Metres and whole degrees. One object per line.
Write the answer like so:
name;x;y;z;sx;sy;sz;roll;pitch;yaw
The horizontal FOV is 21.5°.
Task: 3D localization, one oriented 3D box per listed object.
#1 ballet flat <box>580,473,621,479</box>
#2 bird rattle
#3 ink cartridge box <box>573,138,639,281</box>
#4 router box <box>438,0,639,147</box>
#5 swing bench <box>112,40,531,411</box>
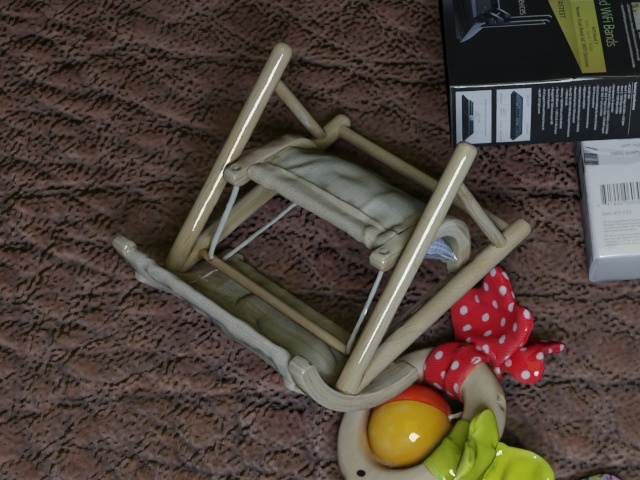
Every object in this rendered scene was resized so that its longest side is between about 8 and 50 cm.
ballet flat;0.195;0.290;1.486;0.221;0.079;0.077;-38;86;-8
bird rattle;0.105;0.150;1.505;0.207;0.143;0.253;-17;51;23
ink cartridge box;0.314;-0.066;1.591;0.140;0.082;0.190;-4;70;3
router box;0.233;-0.224;1.588;0.243;0.081;0.308;-3;47;3
swing bench;0.000;0.000;1.511;0.253;0.165;0.254;33;82;36
